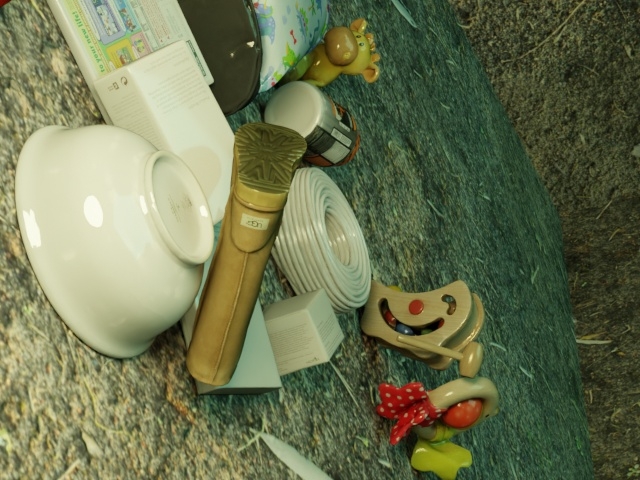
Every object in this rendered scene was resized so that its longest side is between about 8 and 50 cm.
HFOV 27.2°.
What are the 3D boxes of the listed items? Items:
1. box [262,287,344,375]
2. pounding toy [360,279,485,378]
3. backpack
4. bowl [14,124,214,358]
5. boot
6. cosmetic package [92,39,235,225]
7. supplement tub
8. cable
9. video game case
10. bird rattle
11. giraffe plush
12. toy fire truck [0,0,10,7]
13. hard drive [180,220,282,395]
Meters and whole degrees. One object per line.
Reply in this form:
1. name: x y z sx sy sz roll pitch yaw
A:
1. box: -0.035 0.136 1.948 0.087 0.102 0.101 68 20 -11
2. pounding toy: 0.185 0.127 2.311 0.154 0.270 0.155 -62 145 -10
3. backpack: -0.124 -0.359 2.007 0.355 0.273 0.290 -85 160 -76
4. bowl: -0.218 -0.018 1.567 0.298 0.134 0.297 52 27 -41
5. boot: -0.101 0.009 1.651 0.236 0.089 0.269 -74 180 -62
6. cosmetic package: -0.184 -0.132 1.718 0.117 0.085 0.231 -35 104 -44
7. supplement tub: -0.009 -0.197 2.310 0.190 0.117 0.117 27 46 -63
8. cable: 0.000 0.000 2.185 0.257 0.089 0.257 63 21 -18
9. video game case: -0.253 -0.271 1.765 0.193 0.023 0.212 -37 108 -43
10. bird rattle: 0.212 0.296 2.325 0.143 0.207 0.253 63 1 42
11. giraffe plush: 0.017 -0.327 2.419 0.181 0.171 0.210 69 20 -3
12. toy fire truck: -0.368 -0.349 1.508 0.246 0.158 0.217 19 53 -53
13. hard drive: -0.145 0.059 1.819 0.203 0.040 0.307 14 58 -66
